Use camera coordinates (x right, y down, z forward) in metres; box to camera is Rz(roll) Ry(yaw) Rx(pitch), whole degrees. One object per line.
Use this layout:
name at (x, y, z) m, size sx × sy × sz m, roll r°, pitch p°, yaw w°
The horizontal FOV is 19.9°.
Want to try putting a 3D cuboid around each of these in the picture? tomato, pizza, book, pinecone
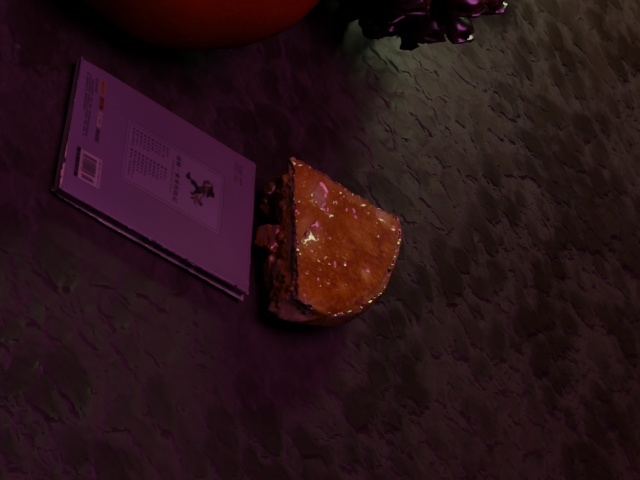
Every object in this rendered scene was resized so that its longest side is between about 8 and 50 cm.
tomato at (-0.097, -0.272, 1.390) m, size 0.260 × 0.180 × 0.260 m, roll 30°, pitch 44°, yaw -34°
pizza at (0.000, 0.001, 1.436) m, size 0.175 × 0.046 × 0.134 m, roll -20°, pitch 84°, yaw -54°
book at (-0.118, -0.046, 1.352) m, size 0.181 × 0.014 × 0.127 m, roll 31°, pitch 46°, yaw -34°
pinecone at (0.086, -0.265, 1.589) m, size 0.221 × 0.221 × 0.221 m, roll 29°, pitch 47°, yaw -36°
